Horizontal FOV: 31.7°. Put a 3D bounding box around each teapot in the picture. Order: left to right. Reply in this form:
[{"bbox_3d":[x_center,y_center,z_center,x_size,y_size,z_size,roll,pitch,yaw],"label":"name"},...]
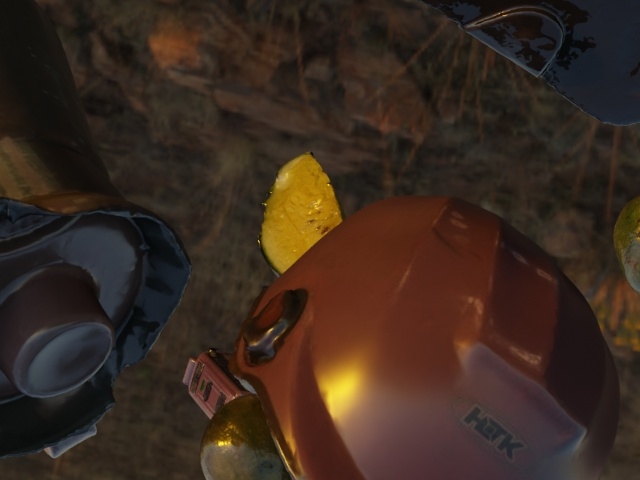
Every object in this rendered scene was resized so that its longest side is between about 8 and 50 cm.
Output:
[{"bbox_3d":[-0.283,-0.001,0.898,0.362,0.305,0.376,47,155,32],"label":"teapot"}]

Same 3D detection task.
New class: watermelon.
[{"bbox_3d":[0.000,0.000,1.469,0.123,0.301,0.129,25,115,-35],"label":"watermelon"}]

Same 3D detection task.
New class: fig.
[{"bbox_3d":[-0.090,0.290,1.415,0.126,0.185,0.133,31,123,-31],"label":"fig"},{"bbox_3d":[0.395,0.020,1.315,0.123,0.123,0.156,11,140,0],"label":"fig"}]

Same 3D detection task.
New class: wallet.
[{"bbox_3d":[0.192,-0.198,0.872,0.309,0.042,0.165,27,132,-26],"label":"wallet"}]

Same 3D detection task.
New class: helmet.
[{"bbox_3d":[0.095,0.088,0.785,0.271,0.197,0.338,41,-170,-10],"label":"helmet"}]

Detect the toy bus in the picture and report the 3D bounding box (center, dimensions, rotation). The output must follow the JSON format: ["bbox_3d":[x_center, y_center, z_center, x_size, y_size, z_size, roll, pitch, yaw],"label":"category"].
[{"bbox_3d":[-0.135,0.231,1.706,0.098,0.087,0.178,12,-169,-29],"label":"toy bus"}]
